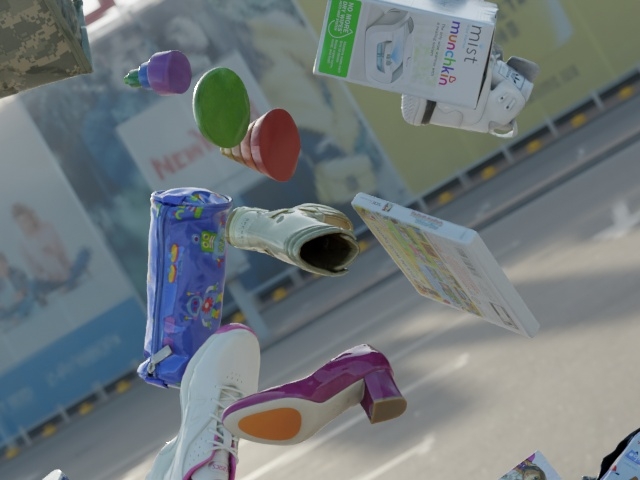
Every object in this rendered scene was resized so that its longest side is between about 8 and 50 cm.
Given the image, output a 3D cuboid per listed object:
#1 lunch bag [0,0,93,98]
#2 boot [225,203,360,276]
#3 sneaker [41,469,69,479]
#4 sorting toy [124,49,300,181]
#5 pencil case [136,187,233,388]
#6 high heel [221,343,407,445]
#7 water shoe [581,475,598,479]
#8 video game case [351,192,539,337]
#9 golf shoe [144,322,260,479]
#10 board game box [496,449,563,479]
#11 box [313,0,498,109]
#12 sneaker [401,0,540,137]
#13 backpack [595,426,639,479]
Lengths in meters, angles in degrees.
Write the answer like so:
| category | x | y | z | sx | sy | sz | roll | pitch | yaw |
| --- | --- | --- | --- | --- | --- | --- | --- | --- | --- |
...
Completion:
| category | x | y | z | sx | sy | sz | roll | pitch | yaw |
| --- | --- | --- | --- | --- | --- | --- | --- | --- | --- |
| lunch bag | -0.411 | -0.291 | 1.506 | 0.235 | 0.169 | 0.287 | -18 | -39 | 2 |
| boot | 0.000 | 0.000 | 1.862 | 0.213 | 0.077 | 0.165 | 1 | 11 | -43 |
| sneaker | -0.340 | 0.450 | 1.653 | 0.315 | 0.182 | 0.127 | -55 | 13 | -31 |
| sorting toy | -0.181 | -0.196 | 2.198 | 0.126 | 0.127 | 0.365 | -3 | -21 | 35 |
| pencil case | -0.203 | 0.075 | 2.028 | 0.119 | 0.306 | 0.133 | 8 | 5 | 26 |
| high heel | -0.018 | 0.181 | 1.710 | 0.244 | 0.117 | 0.082 | -9 | -51 | -20 |
| water shoe | 0.441 | 0.440 | 2.227 | 0.080 | 0.203 | 0.073 | 4 | 43 | 1 |
| video game case | 0.167 | 0.033 | 1.824 | 0.206 | 0.227 | 0.026 | 21 | 69 | 43 |
| golf shoe | -0.142 | 0.268 | 1.900 | 0.115 | 0.306 | 0.140 | 18 | 3 | -30 |
| board game box | 0.208 | 0.444 | 1.965 | 0.318 | 0.066 | 0.318 | -36 | -21 | -4 |
| box | 0.129 | -0.290 | 1.953 | 0.231 | 0.127 | 0.262 | 13 | 17 | 3 |
| sneaker | 0.263 | -0.328 | 2.284 | 0.137 | 0.210 | 0.366 | -60 | -16 | -48 |
| backpack | 0.460 | 0.408 | 1.949 | 0.263 | 0.213 | 0.276 | -56 | -30 | -18 |
